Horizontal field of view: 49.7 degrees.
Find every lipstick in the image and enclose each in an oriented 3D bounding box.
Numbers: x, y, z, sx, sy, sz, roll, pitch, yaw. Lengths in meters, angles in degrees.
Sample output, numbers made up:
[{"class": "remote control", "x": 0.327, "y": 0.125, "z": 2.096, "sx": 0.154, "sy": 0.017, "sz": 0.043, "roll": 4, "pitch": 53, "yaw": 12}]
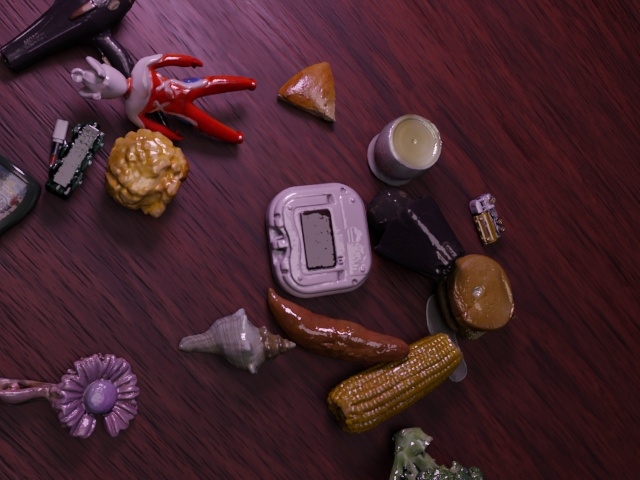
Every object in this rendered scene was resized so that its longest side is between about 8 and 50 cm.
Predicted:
[{"class": "lipstick", "x": -0.554, "y": -0.201, "z": 1.455, "sx": 0.025, "sy": 0.025, "sz": 0.107, "roll": 15, "pitch": 86, "yaw": -16}]

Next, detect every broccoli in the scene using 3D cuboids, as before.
[{"class": "broccoli", "x": 0.244, "y": 0.564, "z": 1.581, "sx": 0.270, "sy": 0.270, "sz": 0.270, "roll": -8, "pitch": 55, "yaw": -20}]

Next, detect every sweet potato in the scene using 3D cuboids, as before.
[{"class": "sweet potato", "x": 0.027, "y": 0.219, "z": 1.575, "sx": 0.355, "sy": 0.095, "sz": 0.106, "roll": 22, "pitch": 93, "yaw": -1}]

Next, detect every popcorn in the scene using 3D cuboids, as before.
[{"class": "popcorn", "x": -0.366, "y": -0.141, "z": 1.449, "sx": 0.180, "sy": 0.180, "sz": 0.170, "roll": -50, "pitch": 141, "yaw": -16}]

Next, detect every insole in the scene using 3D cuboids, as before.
[{"class": "insole", "x": 0.314, "y": 0.244, "z": 1.733, "sx": 0.080, "sy": 0.003, "sz": 0.231, "roll": -18, "pitch": 91, "yaw": -20}]

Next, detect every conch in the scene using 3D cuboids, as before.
[{"class": "conch", "x": -0.172, "y": 0.212, "z": 1.512, "sx": 0.234, "sy": 0.114, "sz": 0.137, "roll": 25, "pitch": 64, "yaw": -10}]

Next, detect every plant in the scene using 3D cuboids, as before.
[{"class": "plant", "x": 0.213, "y": -0.019, "z": 1.617, "sx": 0.256, "sy": 0.164, "sz": 0.142, "roll": 44, "pitch": 35, "yaw": 23}]

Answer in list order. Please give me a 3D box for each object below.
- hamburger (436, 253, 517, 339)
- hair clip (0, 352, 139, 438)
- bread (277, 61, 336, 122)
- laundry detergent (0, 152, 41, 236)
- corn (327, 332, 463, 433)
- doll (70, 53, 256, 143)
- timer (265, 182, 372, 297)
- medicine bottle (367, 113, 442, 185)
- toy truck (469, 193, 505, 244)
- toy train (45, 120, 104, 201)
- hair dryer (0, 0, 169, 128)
[{"class": "hamburger", "x": 0.373, "y": 0.131, "z": 1.704, "sx": 0.189, "sy": 0.122, "sz": 0.215, "roll": -23, "pitch": 90, "yaw": -27}, {"class": "hair clip", "x": -0.519, "y": 0.312, "z": 1.399, "sx": 0.301, "sy": 0.069, "sz": 0.172, "roll": 6, "pitch": 83, "yaw": -19}, {"class": "bread", "x": -0.009, "y": -0.368, "z": 1.649, "sx": 0.154, "sy": 0.054, "sz": 0.135, "roll": 26, "pitch": 74, "yaw": -18}, {"class": "laundry detergent", "x": -0.676, "y": -0.062, "z": 1.375, "sx": 0.144, "sy": 0.078, "sz": 0.221, "roll": 41, "pitch": 76, "yaw": -10}, {"class": "corn", "x": 0.181, "y": 0.326, "z": 1.616, "sx": 0.345, "sy": 0.131, "sz": 0.131, "roll": -27, "pitch": 95, "yaw": -21}, {"class": "doll", "x": -0.329, "y": -0.306, "z": 1.464, "sx": 0.384, "sy": 0.099, "sz": 0.188, "roll": 8, "pitch": 109, "yaw": -32}, {"class": "timer", "x": 0.000, "y": 0.000, "z": 1.599, "sx": 0.237, "sy": 0.087, "sz": 0.261, "roll": -7, "pitch": 88, "yaw": -19}, {"class": "medicine bottle", "x": 0.199, "y": -0.215, "z": 1.659, "sx": 0.147, "sy": 0.143, "sz": 0.147, "roll": 3, "pitch": 79, "yaw": -18}, {"class": "toy truck", "x": 0.425, "y": -0.054, "z": 1.773, "sx": 0.063, "sy": 0.052, "sz": 0.123, "roll": -22, "pitch": 94, "yaw": -14}, {"class": "toy train", "x": -0.506, "y": -0.167, "z": 1.427, "sx": 0.071, "sy": 0.111, "sz": 0.170, "roll": 30, "pitch": 73, "yaw": -16}, {"class": "hair dryer", "x": -0.461, "y": -0.360, "z": 1.477, "sx": 0.304, "sy": 0.120, "sz": 0.359, "roll": -39, "pitch": 107, "yaw": -10}]
